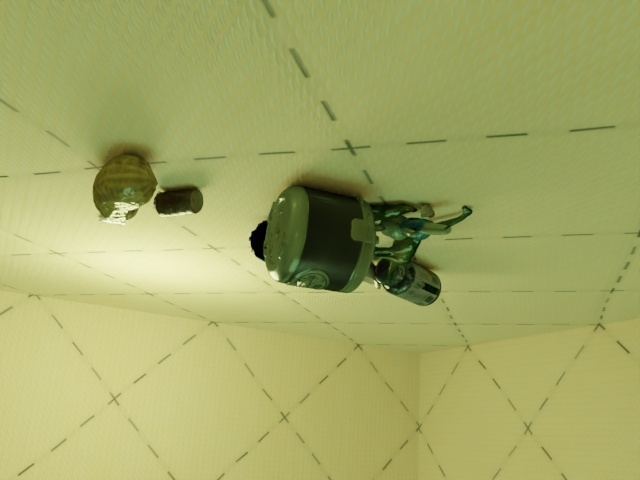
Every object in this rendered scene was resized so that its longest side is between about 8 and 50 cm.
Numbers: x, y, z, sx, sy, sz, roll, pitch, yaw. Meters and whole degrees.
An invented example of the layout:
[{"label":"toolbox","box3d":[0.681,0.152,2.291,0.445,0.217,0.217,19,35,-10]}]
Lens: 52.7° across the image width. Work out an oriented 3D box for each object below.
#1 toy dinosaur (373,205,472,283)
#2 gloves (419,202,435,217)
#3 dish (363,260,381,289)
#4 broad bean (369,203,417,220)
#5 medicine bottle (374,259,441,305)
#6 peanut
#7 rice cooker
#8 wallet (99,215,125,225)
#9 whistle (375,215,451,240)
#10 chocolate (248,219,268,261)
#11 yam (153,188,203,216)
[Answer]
[{"label":"toy dinosaur","box3d":[0.313,0.015,2.024,0.301,0.087,0.447,-2,149,9]},{"label":"gloves","box3d":[0.302,-0.084,1.829,0.081,0.044,0.037,-2,135,-54]},{"label":"dish","box3d":[0.134,0.098,2.321,0.151,0.077,0.212,18,170,28]},{"label":"broad bean","box3d":[0.176,-0.081,1.845,0.195,0.046,0.061,-4,170,17]},{"label":"medicine bottle","box3d":[0.315,0.144,2.355,0.141,0.141,0.293,-10,158,37]},{"label":"peanut","box3d":[-0.515,-0.132,1.691,0.153,0.140,0.325,-7,169,-24]},{"label":"rice cooker","box3d":[0.002,0.002,1.769,0.277,0.288,0.288,11,161,-21]},{"label":"wallet","box3d":[-0.686,-0.065,2.131,0.083,0.011,0.044,12,160,-21]},{"label":"whistle","box3d":[0.264,-0.033,1.848,0.236,0.077,0.114,7,-157,39]},{"label":"chocolate","box3d":[-0.156,0.003,2.065,0.156,0.156,0.133,7,178,-10]},{"label":"yam","box3d":[-0.402,-0.106,1.838,0.127,0.084,0.084,-1,162,23]}]
